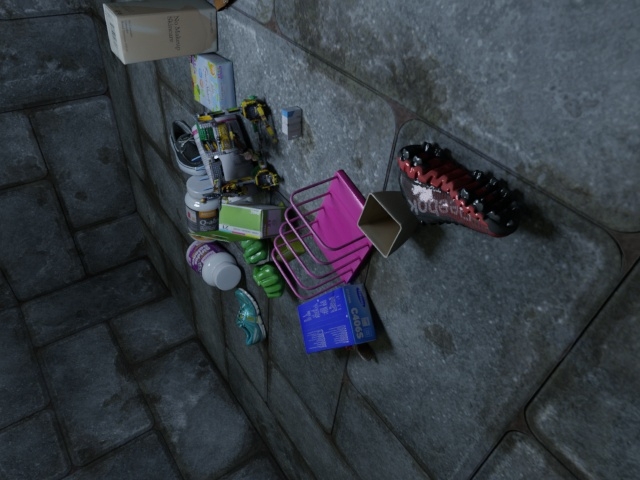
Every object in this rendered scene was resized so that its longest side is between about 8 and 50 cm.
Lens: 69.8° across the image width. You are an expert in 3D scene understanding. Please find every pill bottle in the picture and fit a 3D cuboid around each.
[{"bbox_3d":[-0.495,-0.137,1.968,0.162,0.162,0.278,47,146,31],"label":"pill bottle"},{"bbox_3d":[-0.322,-0.276,1.587,0.160,0.160,0.283,-4,106,60],"label":"pill bottle"},{"bbox_3d":[-0.492,0.112,2.130,0.301,0.169,0.169,30,134,47],"label":"pill bottle"}]

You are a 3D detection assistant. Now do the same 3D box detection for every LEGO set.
[{"bbox_3d":[-0.246,-0.260,1.379,0.192,0.255,0.331,-130,37,-59],"label":"LEGO set"}]

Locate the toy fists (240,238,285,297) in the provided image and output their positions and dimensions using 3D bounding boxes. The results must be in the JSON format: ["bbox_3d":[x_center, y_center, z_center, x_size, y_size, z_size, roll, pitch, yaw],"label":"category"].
[{"bbox_3d":[-0.210,0.077,1.645,0.142,0.096,0.279,-127,13,-78],"label":"toy fists"}]

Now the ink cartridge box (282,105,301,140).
[{"bbox_3d":[-0.079,-0.323,1.265,0.028,0.048,0.083,41,141,39],"label":"ink cartridge box"}]

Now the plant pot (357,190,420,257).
[{"bbox_3d":[0.162,-0.047,1.012,0.109,0.096,0.109,52,147,26],"label":"plant pot"}]

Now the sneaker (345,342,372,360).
[{"bbox_3d":[0.114,0.334,1.413,0.118,0.042,0.067,54,145,36],"label":"sneaker"}]

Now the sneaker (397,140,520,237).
[{"bbox_3d":[0.245,-0.073,0.857,0.276,0.097,0.135,43,143,39],"label":"sneaker"}]

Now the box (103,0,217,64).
[{"bbox_3d":[-0.491,-0.663,1.438,0.121,0.311,0.148,46,145,33],"label":"box"}]

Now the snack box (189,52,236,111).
[{"bbox_3d":[-0.371,-0.544,1.571,0.207,0.070,0.174,37,139,39],"label":"snack box"}]

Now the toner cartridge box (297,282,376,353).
[{"bbox_3d":[0.038,0.248,1.410,0.348,0.075,0.165,-34,66,60],"label":"toner cartridge box"}]

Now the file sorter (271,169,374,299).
[{"bbox_3d":[0.000,0.000,1.225,0.202,0.182,0.291,55,149,20],"label":"file sorter"}]

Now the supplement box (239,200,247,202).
[{"bbox_3d":[-0.297,-0.109,1.782,0.055,0.043,0.083,-1,110,59],"label":"supplement box"}]

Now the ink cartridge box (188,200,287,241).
[{"bbox_3d":[-0.253,-0.062,1.438,0.188,0.255,0.097,11,102,33],"label":"ink cartridge box"}]

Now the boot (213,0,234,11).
[{"bbox_3d":[-0.291,-0.802,1.232,0.264,0.096,0.280,-3,108,59],"label":"boot"}]

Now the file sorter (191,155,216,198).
[{"bbox_3d":[-0.394,-0.249,1.738,0.118,0.104,0.170,-17,96,29],"label":"file sorter"}]

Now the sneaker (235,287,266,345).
[{"bbox_3d":[-0.334,0.349,2.098,0.107,0.110,0.275,-8,103,60],"label":"sneaker"}]

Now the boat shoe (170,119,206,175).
[{"bbox_3d":[-0.574,-0.399,1.953,0.335,0.121,0.119,47,150,35],"label":"boat shoe"}]

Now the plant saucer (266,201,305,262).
[{"bbox_3d":[-0.144,-0.016,1.592,0.188,0.045,0.188,65,151,3],"label":"plant saucer"}]
